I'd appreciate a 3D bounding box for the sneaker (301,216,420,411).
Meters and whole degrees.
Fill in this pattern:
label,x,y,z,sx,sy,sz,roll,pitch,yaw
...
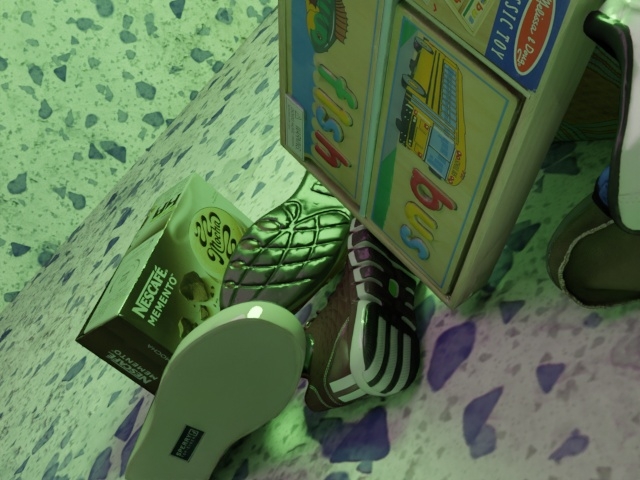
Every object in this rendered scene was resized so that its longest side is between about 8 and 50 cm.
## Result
label,x,y,z,sx,sy,sz,roll,pitch,yaw
sneaker,0.025,0.064,0.860,0.162,0.106,0.281,-35,27,35

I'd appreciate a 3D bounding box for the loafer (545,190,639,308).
label,x,y,z,sx,sy,sz,roll,pitch,yaw
loafer,0.272,-0.006,0.551,0.251,0.094,0.087,-29,26,37

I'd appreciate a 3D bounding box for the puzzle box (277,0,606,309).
label,x,y,z,sx,sy,sz,roll,pitch,yaw
puzzle box,0.066,-0.131,0.647,0.052,0.272,0.409,-36,-24,-21

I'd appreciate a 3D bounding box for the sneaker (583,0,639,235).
label,x,y,z,sx,sy,sz,roll,pitch,yaw
sneaker,0.251,-0.037,0.407,0.182,0.315,0.127,-43,-11,23

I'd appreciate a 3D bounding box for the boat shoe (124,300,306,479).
label,x,y,z,sx,sy,sz,roll,pitch,yaw
boat shoe,-0.112,0.145,0.868,0.340,0.127,0.158,-52,14,35

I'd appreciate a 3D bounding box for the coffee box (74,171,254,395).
label,x,y,z,sx,sy,sz,roll,pitch,yaw
coffee box,-0.213,0.066,1.185,0.119,0.168,0.297,-28,30,39

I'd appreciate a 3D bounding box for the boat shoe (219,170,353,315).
label,x,y,z,sx,sy,sz,roll,pitch,yaw
boat shoe,0.000,0.000,0.993,0.123,0.120,0.324,23,58,26

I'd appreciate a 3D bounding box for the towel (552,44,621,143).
label,x,y,z,sx,sy,sz,roll,pitch,yaw
towel,0.217,-0.137,0.655,0.370,0.272,0.040,4,78,63
